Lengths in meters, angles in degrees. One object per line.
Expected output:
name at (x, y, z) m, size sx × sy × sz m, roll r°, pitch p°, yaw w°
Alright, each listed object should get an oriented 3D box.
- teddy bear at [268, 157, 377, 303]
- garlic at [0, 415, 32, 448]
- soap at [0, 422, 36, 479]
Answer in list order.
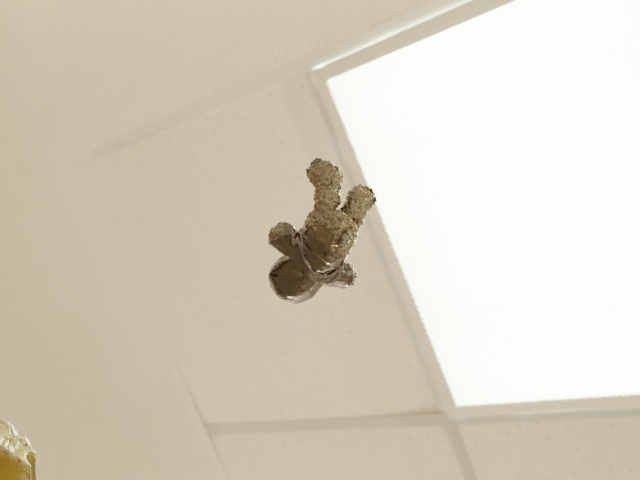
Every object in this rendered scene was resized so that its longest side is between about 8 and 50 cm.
teddy bear at (0.005, 0.000, 0.874) m, size 0.160 × 0.119 × 0.078 m, roll -61°, pitch -153°, yaw -1°
garlic at (-0.750, 0.483, 1.746) m, size 0.152 × 0.228 × 0.228 m, roll 3°, pitch -65°, yaw 57°
soap at (-0.604, 0.451, 1.448) m, size 0.080 × 0.160 × 0.258 m, roll -156°, pitch -114°, yaw -77°
